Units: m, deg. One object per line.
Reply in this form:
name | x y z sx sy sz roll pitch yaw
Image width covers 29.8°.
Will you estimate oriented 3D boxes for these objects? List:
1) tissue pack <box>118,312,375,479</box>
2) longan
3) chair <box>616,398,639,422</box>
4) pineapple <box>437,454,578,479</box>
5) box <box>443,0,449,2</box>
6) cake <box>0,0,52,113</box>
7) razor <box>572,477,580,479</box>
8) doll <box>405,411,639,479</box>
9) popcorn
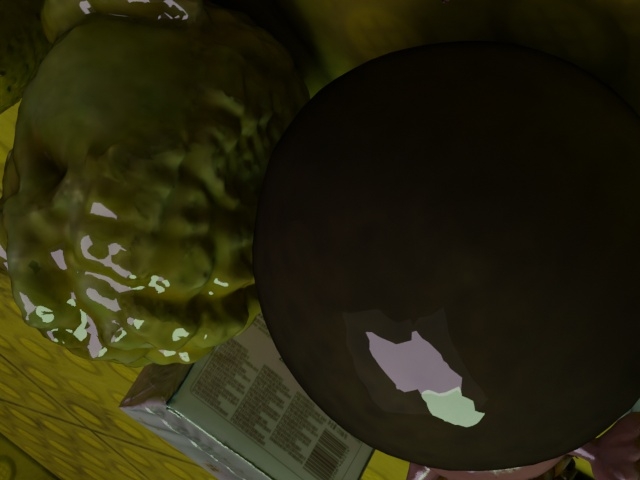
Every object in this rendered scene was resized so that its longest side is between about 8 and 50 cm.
tissue pack | -0.052 0.151 1.203 0.225 0.185 0.124 41 152 -22
longan | 0.080 0.008 0.689 0.258 0.258 0.258 26 156 13
chair | 0.315 0.253 0.961 0.203 0.275 0.190 12 174 35
pineapple | 0.144 0.171 1.066 0.186 0.114 0.236 21 170 35
box | 0.022 -0.196 0.588 0.156 0.060 0.111 27 157 4
cake | -0.301 -0.206 0.855 0.260 0.156 0.179 43 148 -21
razor | 0.278 0.290 1.239 0.148 0.054 0.090 32 157 -3
doll | 0.124 0.106 0.896 0.262 0.211 0.093 23 -171 30
popcorn | -0.096 -0.054 0.800 0.174 0.286 0.225 -2 164 33
